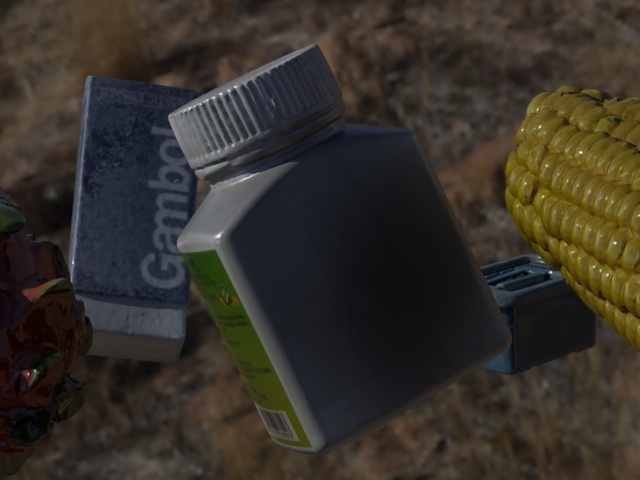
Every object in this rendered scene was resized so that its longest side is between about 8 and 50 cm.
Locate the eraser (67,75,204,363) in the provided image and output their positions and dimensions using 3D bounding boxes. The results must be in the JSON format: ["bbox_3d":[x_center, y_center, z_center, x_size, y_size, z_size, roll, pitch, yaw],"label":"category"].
[{"bbox_3d":[-0.136,-0.018,1.355,0.091,0.046,0.213,6,62,-11],"label":"eraser"}]

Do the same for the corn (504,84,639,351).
[{"bbox_3d":[0.177,0.009,0.815,0.119,0.119,0.322,-23,25,-17],"label":"corn"}]

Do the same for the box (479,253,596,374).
[{"bbox_3d":[0.124,0.045,1.142,0.099,0.054,0.074,-14,17,-38],"label":"box"}]

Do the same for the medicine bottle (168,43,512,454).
[{"bbox_3d":[0.000,0.000,0.969,0.132,0.189,0.088,-28,8,-18],"label":"medicine bottle"}]

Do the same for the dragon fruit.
[{"bbox_3d":[-0.211,0.022,1.053,0.135,0.236,0.137,-21,-23,-4],"label":"dragon fruit"}]
